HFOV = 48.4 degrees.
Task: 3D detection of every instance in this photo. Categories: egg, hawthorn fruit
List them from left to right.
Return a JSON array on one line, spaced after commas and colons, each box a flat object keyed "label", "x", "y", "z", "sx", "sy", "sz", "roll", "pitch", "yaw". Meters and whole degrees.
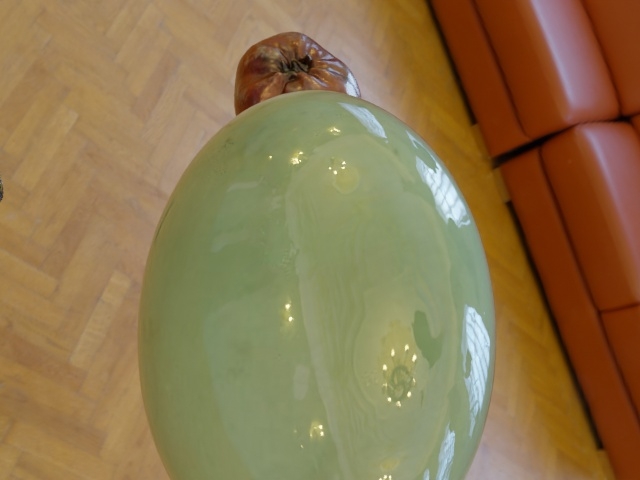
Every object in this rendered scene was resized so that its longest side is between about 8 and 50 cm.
[{"label": "hawthorn fruit", "x": -0.047, "y": -0.285, "z": 1.466, "sx": 0.284, "sy": 0.284, "sz": 0.284, "roll": 17, "pitch": 62, "yaw": -36}, {"label": "egg", "x": -0.002, "y": 0.078, "z": 0.564, "sx": 0.276, "sy": 0.276, "sz": 0.388, "roll": -9, "pitch": 99, "yaw": -43}]

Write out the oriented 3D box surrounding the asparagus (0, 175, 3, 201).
[{"label": "asparagus", "x": -0.488, "y": -0.131, "z": 1.015, "sx": 0.030, "sy": 0.036, "sz": 0.165, "roll": -45, "pitch": 118, "yaw": -77}]
